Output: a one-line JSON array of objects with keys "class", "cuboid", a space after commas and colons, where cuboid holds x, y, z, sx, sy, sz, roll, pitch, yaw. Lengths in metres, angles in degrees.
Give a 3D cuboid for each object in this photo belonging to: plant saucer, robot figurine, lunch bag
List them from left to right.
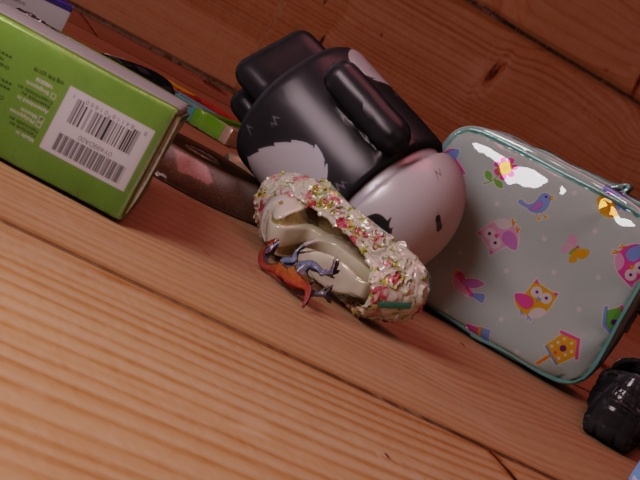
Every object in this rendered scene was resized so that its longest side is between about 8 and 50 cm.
[{"class": "plant saucer", "cuboid": [-0.132, -0.078, 1.406, 0.199, 0.036, 0.198, 29, 6, -3]}, {"class": "robot figurine", "cuboid": [0.023, -0.085, 1.376, 0.278, 0.173, 0.209, 50, 14, 17]}, {"class": "lunch bag", "cuboid": [0.229, 0.010, 1.440, 0.279, 0.224, 0.108, 30, 7, 18]}]

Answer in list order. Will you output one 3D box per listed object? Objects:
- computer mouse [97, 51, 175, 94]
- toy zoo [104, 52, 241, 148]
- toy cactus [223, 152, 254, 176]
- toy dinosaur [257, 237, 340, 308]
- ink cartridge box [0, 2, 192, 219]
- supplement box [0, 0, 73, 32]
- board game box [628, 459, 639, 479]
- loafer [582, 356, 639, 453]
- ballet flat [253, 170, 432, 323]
[{"class": "computer mouse", "cuboid": [-0.307, -0.201, 1.521, 0.262, 0.060, 0.184, 12, 17, -35]}, {"class": "toy zoo", "cuboid": [-0.228, -0.224, 2.112, 0.293, 0.030, 0.192, 32, 7, 16]}, {"class": "toy cactus", "cuboid": [-0.027, -0.070, 1.579, 0.181, 0.112, 0.219, 16, 20, -20]}, {"class": "toy dinosaur", "cuboid": [-0.024, 0.022, 1.104, 0.082, 0.047, 0.090, 12, 10, 25]}, {"class": "ink cartridge box", "cuboid": [-0.209, -0.113, 1.098, 0.189, 0.097, 0.255, 28, 5, -5]}, {"class": "supplement box", "cuboid": [-0.359, -0.235, 1.307, 0.111, 0.114, 0.220, 21, 12, -46]}, {"class": "board game box", "cuboid": [0.370, 0.246, 1.060, 0.211, 0.039, 0.160, 27, 7, -25]}, {"class": "loafer", "cuboid": [0.303, 0.154, 1.299, 0.076, 0.078, 0.223, 31, 7, 14]}, {"class": "ballet flat", "cuboid": [0.000, 0.000, 1.201, 0.077, 0.091, 0.241, -8, 27, -41]}]
